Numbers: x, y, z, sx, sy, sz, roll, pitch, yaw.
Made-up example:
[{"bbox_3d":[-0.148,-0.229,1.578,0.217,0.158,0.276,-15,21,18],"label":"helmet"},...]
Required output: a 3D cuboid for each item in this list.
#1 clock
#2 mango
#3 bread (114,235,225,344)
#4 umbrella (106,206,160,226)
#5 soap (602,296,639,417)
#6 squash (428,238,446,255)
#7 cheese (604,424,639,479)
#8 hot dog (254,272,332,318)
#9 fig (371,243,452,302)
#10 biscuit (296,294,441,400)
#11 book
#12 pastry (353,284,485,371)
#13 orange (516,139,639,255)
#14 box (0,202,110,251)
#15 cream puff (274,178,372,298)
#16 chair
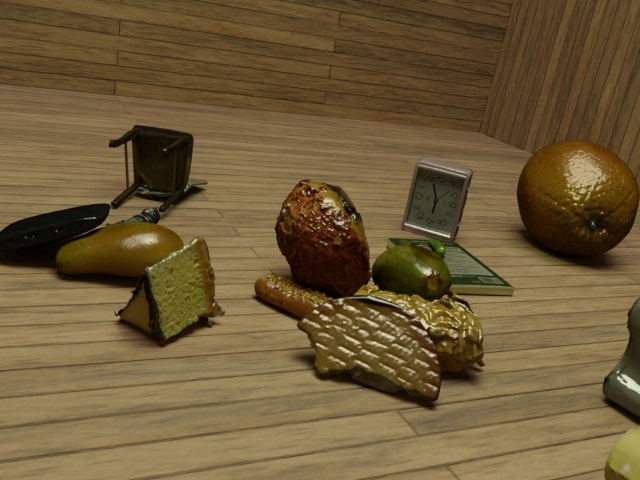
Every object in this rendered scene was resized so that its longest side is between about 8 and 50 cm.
[{"bbox_3d":[0.310,-0.108,1.808,0.150,0.197,0.063,17,22,16],"label":"clock"},{"bbox_3d":[-0.364,0.021,1.246,0.227,0.099,0.136,-6,24,-17],"label":"mango"},{"bbox_3d":[-0.242,0.072,1.093,0.127,0.152,0.147,20,30,27],"label":"bread"},{"bbox_3d":[-0.404,-0.025,1.425,0.050,0.046,0.188,13,24,17],"label":"umbrella"},{"bbox_3d":[0.727,0.237,1.046,0.350,0.213,0.435,-8,27,-38],"label":"soap"},{"bbox_3d":[0.279,0.013,1.623,0.027,0.027,0.089,7,19,-11],"label":"squash"},{"bbox_3d":[0.526,0.324,0.822,0.259,0.128,0.316,-4,26,-41],"label":"cheese"},{"bbox_3d":[-0.046,0.106,1.244,0.165,0.045,0.071,21,20,30],"label":"hot dog"},{"bbox_3d":[0.182,0.079,1.293,0.144,0.154,0.165,-34,16,-7],"label":"fig"},{"bbox_3d":[0.083,0.174,1.054,0.176,0.031,0.228,-35,69,-12],"label":"biscuit"},{"bbox_3d":[0.297,0.059,1.590,0.202,0.027,0.264,2,21,-22],"label":"book"},{"bbox_3d":[0.166,0.147,1.156,0.250,0.102,0.154,10,22,2],"label":"pastry"},{"bbox_3d":[0.710,-0.114,1.890,0.322,0.322,0.357,12,29,2],"label":"orange"},{"bbox_3d":[-0.503,-0.028,1.285,0.212,0.042,0.201,-14,14,-7],"label":"box"},{"bbox_3d":[0.000,0.000,1.303,0.164,0.240,0.240,-12,24,-9],"label":"cream puff"},{"bbox_3d":[-0.390,-0.189,1.690,0.160,0.186,0.319,8,21,7],"label":"chair"}]
